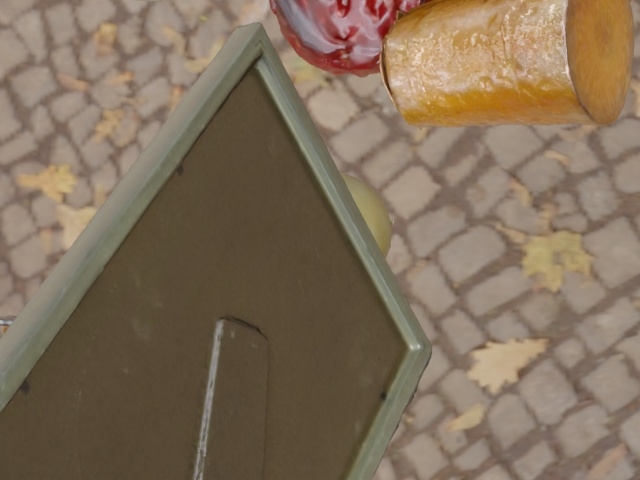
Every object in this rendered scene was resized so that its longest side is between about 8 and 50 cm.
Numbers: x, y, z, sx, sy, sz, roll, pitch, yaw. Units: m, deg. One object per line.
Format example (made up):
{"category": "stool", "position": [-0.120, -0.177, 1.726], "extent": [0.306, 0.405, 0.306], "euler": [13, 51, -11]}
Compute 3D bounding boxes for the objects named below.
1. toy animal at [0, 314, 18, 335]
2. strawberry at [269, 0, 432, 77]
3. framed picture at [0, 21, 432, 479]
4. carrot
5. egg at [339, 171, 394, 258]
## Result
{"category": "toy animal", "position": [-0.312, 0.152, 1.478], "extent": [0.284, 0.302, 0.225], "euler": [13, 99, 35]}
{"category": "strawberry", "position": [0.053, -0.360, 1.863], "extent": [0.317, 0.295, 0.345], "euler": [4, 78, -13]}
{"category": "framed picture", "position": [-0.045, 0.076, 0.705], "extent": [0.024, 0.315, 0.232], "euler": [-8, 125, 33]}
{"category": "carrot", "position": [0.192, -0.211, 1.608], "extent": [0.254, 0.196, 0.196], "euler": [-3, 88, 35]}
{"category": "egg", "position": [-0.003, -0.002, 1.804], "extent": [0.201, 0.164, 0.164], "euler": [-26, 76, 55]}
